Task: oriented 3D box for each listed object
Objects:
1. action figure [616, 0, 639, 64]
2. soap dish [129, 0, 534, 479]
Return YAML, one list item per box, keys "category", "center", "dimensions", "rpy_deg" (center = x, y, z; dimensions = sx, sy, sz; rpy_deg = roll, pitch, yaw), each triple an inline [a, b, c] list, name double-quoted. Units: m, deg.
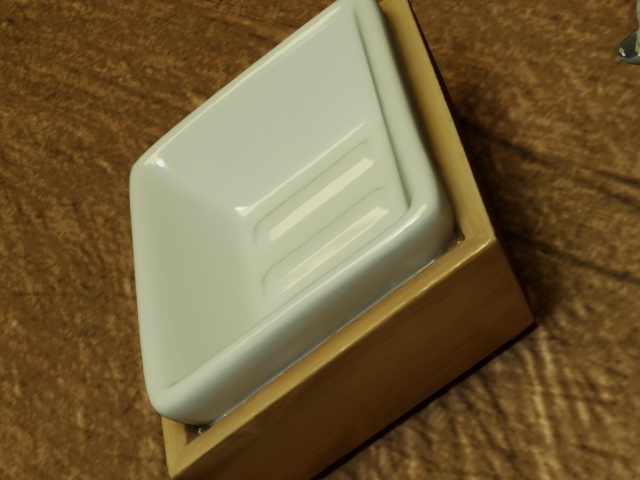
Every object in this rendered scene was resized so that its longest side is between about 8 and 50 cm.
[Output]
- category: "action figure"
  center: [0.272, -0.219, 1.033]
  dimensions: [0.330, 0.178, 0.341]
  rpy_deg: [-56, -2, -5]
- category: "soap dish"
  center: [0.000, 0.000, 1.174]
  dimensions: [0.229, 0.118, 0.291]
  rpy_deg: [-37, 32, 15]
